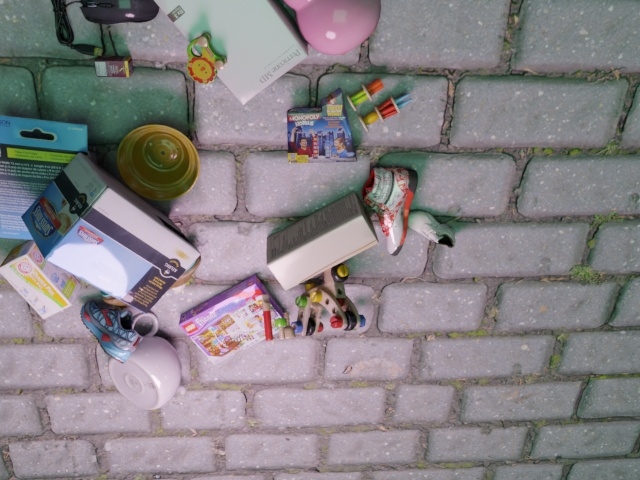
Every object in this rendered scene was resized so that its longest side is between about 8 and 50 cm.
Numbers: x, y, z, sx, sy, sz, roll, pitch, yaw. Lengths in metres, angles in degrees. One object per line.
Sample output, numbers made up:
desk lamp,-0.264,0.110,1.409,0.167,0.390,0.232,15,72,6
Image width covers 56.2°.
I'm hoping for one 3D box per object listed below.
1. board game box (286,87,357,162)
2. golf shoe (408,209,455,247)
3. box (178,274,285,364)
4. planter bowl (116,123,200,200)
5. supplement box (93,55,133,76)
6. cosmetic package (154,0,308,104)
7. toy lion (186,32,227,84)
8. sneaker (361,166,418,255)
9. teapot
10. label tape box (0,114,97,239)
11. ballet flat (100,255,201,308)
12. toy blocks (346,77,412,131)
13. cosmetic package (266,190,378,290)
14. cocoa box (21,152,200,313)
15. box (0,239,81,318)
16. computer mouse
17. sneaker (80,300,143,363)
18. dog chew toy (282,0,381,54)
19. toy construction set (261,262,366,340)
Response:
board game box,0.005,-0.311,1.624,0.194,0.060,0.194,-2,119,-4
golf shoe,0.334,-0.032,1.799,0.176,0.086,0.069,21,117,-14
box,-0.276,0.258,1.924,0.293,0.057,0.201,-28,119,11
planter bowl,-0.430,-0.222,1.617,0.217,0.090,0.217,-2,119,-4
supplement box,-0.520,-0.438,1.507,0.083,0.055,0.043,0,120,-4
cosmetic package,-0.221,-0.545,1.413,0.217,0.156,0.385,-34,116,18
toy lion,-0.273,-0.416,1.389,0.096,0.034,0.100,-22,121,24
sneaker,0.185,-0.087,1.752,0.144,0.090,0.270,5,115,-9
teapot,-0.537,0.394,1.913,0.252,0.187,0.256,37,131,6
label tape box,-0.734,-0.172,1.609,0.249,0.115,0.348,5,117,-9
ballet flat,-0.492,0.126,1.810,0.342,0.116,0.124,-23,139,8
toy blocks,0.160,-0.378,1.603,0.148,0.054,0.123,-29,119,11
cosmetic package,0.000,0.000,1.745,0.309,0.160,0.113,-28,119,12
cocoa box,-0.538,-0.011,1.556,0.228,0.231,0.347,-49,138,-2
box,-0.820,0.109,1.757,0.103,0.114,0.203,-26,117,9
computer mouse,-0.525,-0.534,1.449,0.261,0.060,0.184,3,118,-7
sneaker,-0.622,0.255,1.815,0.125,0.262,0.104,-45,147,-10
dog chew toy,-0.009,-0.598,1.380,0.206,0.207,0.332,-35,114,14
toy construction set,-0.026,0.170,1.828,0.308,0.257,0.237,-5,81,-15
